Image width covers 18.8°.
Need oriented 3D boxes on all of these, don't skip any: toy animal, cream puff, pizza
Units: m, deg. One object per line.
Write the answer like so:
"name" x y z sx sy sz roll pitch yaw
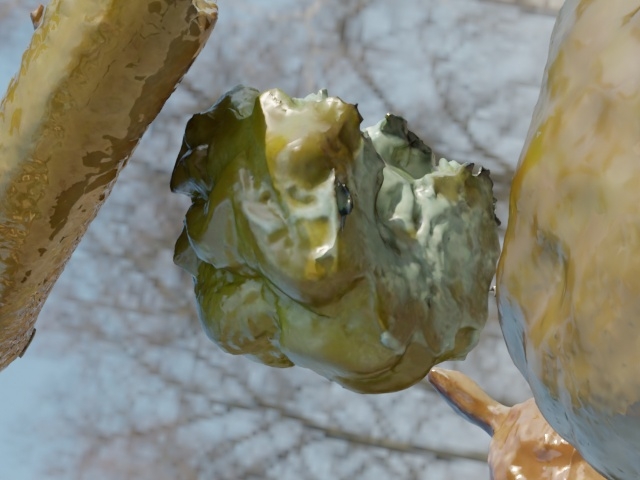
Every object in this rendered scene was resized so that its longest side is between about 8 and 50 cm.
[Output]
"toy animal" 0.105 0.149 0.963 0.185 0.184 0.104 -51 -22 -47
"cream puff" -0.001 0.000 0.850 0.156 0.156 0.121 26 -102 -77
"pizza" -0.128 -0.035 0.887 0.365 0.074 0.182 -49 15 59

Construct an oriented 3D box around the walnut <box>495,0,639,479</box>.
"walnut" 0.221 -0.042 0.571 0.344 0.306 0.306 -42 8 29
